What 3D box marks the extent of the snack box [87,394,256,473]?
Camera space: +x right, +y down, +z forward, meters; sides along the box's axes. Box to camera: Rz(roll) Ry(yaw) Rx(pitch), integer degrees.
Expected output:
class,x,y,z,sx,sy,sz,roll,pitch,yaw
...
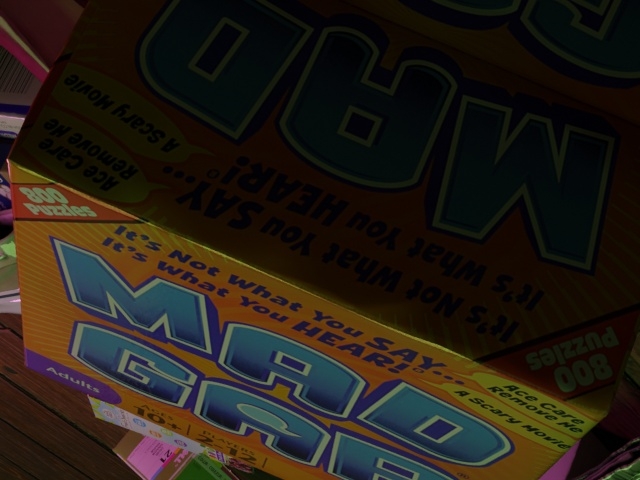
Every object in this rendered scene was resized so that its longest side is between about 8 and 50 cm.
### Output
class,x,y,z,sx,sy,sz,roll,pitch,yaw
snack box,-0.141,0.154,1.886,0.207,0.174,0.070,19,152,11

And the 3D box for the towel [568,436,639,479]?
class,x,y,z,sx,sy,sz,roll,pitch,yaw
towel,0.360,0.343,1.768,0.324,0.056,0.312,33,122,-33

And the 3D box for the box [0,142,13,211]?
class,x,y,z,sx,sy,sz,roll,pitch,yaw
box,-0.344,-0.060,1.551,0.225,0.036,0.136,15,156,29

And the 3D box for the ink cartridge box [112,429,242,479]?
class,x,y,z,sx,sy,sz,roll,pitch,yaw
ink cartridge box,-0.158,0.370,2.331,0.255,0.097,0.189,34,168,42

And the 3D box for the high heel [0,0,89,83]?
class,x,y,z,sx,sy,sz,roll,pitch,yaw
high heel,-0.185,-0.172,1.301,0.377,0.127,0.181,27,166,0

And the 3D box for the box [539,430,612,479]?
class,x,y,z,sx,sy,sz,roll,pitch,yaw
box,0.287,0.304,1.868,0.091,0.130,0.170,1,146,41

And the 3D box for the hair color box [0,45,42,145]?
class,x,y,z,sx,sy,sz,roll,pitch,yaw
hair color box,-0.217,-0.065,1.588,0.185,0.110,0.339,8,153,33

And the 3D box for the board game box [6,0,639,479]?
class,x,y,z,sx,sy,sz,roll,pitch,yaw
board game box,0.031,-0.053,1.091,0.356,0.356,0.356,23,156,2

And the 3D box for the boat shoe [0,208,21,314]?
class,x,y,z,sx,sy,sz,roll,pitch,yaw
boat shoe,-0.336,0.017,1.560,0.302,0.109,0.094,-9,127,42
